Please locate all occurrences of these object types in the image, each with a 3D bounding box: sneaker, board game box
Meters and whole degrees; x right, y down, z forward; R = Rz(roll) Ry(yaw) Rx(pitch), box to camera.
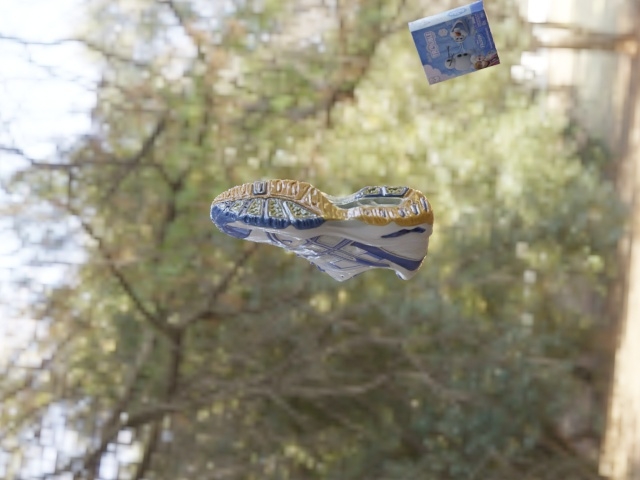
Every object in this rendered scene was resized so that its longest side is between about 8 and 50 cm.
[{"bbox_3d":[0.000,0.000,2.036,0.112,0.296,0.131,-83,-3,-54],"label":"sneaker"},{"bbox_3d":[0.158,-0.231,1.792,0.090,0.090,0.020,64,-165,-46],"label":"board game box"}]
